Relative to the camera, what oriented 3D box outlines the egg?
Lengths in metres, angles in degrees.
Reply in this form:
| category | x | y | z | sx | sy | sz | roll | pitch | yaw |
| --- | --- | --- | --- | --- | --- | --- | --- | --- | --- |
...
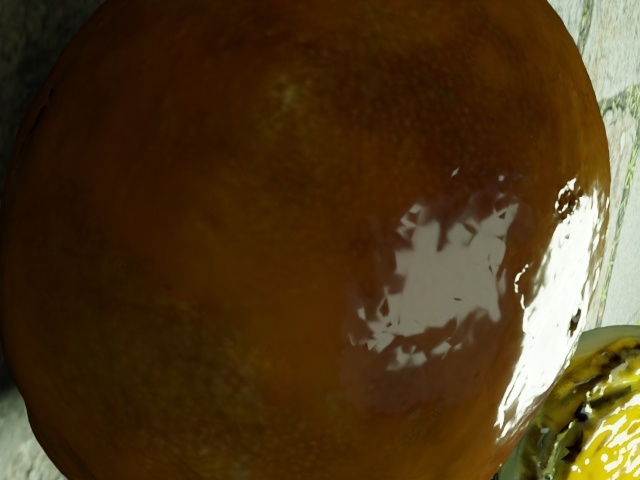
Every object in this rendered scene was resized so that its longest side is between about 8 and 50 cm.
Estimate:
| category | x | y | z | sx | sy | sz | roll | pitch | yaw |
| --- | --- | --- | --- | --- | --- | --- | --- | --- | --- |
| egg | 0.264 | 0.196 | 1.306 | 0.286 | 0.174 | 0.264 | -10 | 116 | -37 |

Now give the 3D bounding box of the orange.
| category | x | y | z | sx | sy | sz | roll | pitch | yaw |
| --- | --- | --- | --- | --- | --- | --- | --- | --- | --- |
| orange | 0.000 | 0.000 | 0.546 | 0.284 | 0.226 | 0.284 | -50 | 153 | -38 |
